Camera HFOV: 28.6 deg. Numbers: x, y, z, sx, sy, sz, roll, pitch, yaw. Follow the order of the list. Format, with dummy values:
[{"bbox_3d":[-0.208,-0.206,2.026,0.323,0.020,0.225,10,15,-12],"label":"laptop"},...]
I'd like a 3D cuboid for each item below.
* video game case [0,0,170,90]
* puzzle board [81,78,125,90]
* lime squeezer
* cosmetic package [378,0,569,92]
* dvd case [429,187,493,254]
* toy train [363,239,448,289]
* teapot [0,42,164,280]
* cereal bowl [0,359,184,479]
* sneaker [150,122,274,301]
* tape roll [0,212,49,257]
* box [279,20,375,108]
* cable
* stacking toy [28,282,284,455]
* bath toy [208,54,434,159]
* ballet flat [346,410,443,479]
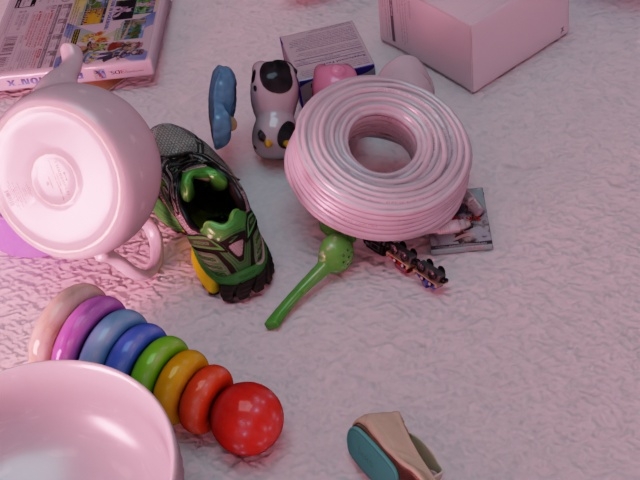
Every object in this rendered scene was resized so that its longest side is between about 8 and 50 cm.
[{"bbox_3d":[-0.419,-0.378,2.208,0.300,0.036,0.329,-5,40,6],"label":"video game case"},{"bbox_3d":[-0.377,-0.295,2.147,0.128,0.011,0.096,27,55,33],"label":"puzzle board"},{"bbox_3d":[0.000,0.000,1.761,0.110,0.059,0.310,-24,38,29],"label":"lime squeezer"},{"bbox_3d":[0.249,-0.386,2.052,0.224,0.138,0.225,-34,50,-24],"label":"cosmetic package"},{"bbox_3d":[0.194,-0.028,1.775,0.087,0.013,0.119,-5,45,4],"label":"dvd case"},{"bbox_3d":[0.114,0.026,1.715,0.027,0.036,0.158,-20,40,-37],"label":"toy train"},{"bbox_3d":[-0.311,-0.100,1.716,0.253,0.256,0.187,27,24,14],"label":"teapot"},{"bbox_3d":[-0.312,0.305,1.416,0.339,0.141,0.339,-4,43,4],"label":"cereal bowl"},{"bbox_3d":[-0.164,-0.074,1.785,0.134,0.146,0.343,-24,45,-15],"label":"sneaker"},{"bbox_3d":[-0.416,-0.067,1.865,0.189,0.080,0.189,-4,44,4],"label":"tape roll"},{"bbox_3d":[0.013,-0.279,2.023,0.126,0.072,0.137,-14,43,-6],"label":"box"},{"bbox_3d":[0.082,-0.114,1.745,0.257,0.089,0.257,-14,61,-18],"label":"cable"},{"bbox_3d":[-0.195,0.175,1.554,0.330,0.141,0.141,24,52,22],"label":"stacking toy"},{"bbox_3d":[0.007,-0.200,1.898,0.348,0.151,0.129,-5,23,-7],"label":"bath toy"},{"bbox_3d":[0.115,0.283,1.422,0.086,0.086,0.248,-22,44,-13],"label":"ballet flat"}]
